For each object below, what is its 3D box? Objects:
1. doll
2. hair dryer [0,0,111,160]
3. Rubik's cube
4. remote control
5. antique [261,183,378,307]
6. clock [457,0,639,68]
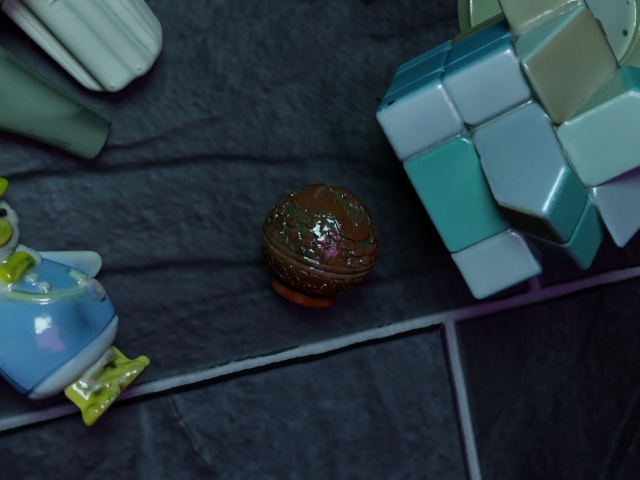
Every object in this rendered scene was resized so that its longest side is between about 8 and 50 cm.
[{"bbox_3d":[-0.236,0.034,0.933,0.135,0.099,0.241,-38,104,-10],"label":"doll"},{"bbox_3d":[-0.222,-0.144,0.910,0.219,0.225,0.088,43,34,-42],"label":"hair dryer"},{"bbox_3d":[0.177,-0.097,0.982,0.213,0.265,0.224,-25,105,17],"label":"Rubik's cube"},{"bbox_3d":[-0.212,-0.205,0.914,0.090,0.049,0.230,-31,127,15],"label":"remote control"},{"bbox_3d":[0.000,0.000,1.016,0.104,0.104,0.104,0,91,-20],"label":"antique"},{"bbox_3d":[0.237,-0.215,1.139,0.235,0.029,0.234,-1,93,-20],"label":"clock"}]
